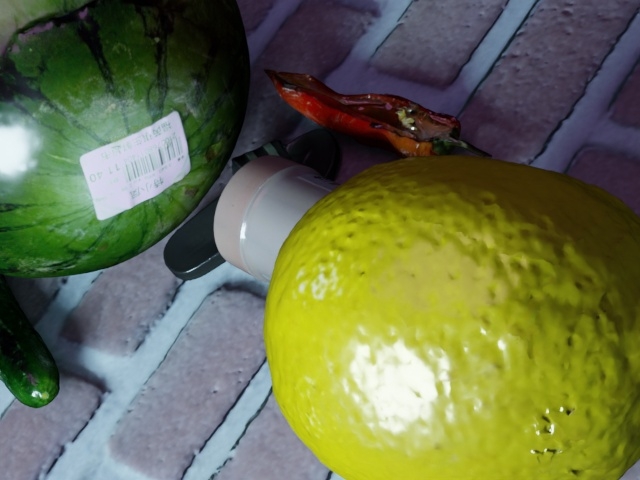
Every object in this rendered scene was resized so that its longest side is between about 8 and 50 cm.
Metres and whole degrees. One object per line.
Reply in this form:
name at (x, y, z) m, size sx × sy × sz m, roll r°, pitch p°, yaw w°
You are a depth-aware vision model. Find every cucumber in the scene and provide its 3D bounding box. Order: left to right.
cucumber at (-0.282, 0.063, 1.627) m, size 0.056 × 0.056 × 0.284 m, roll -38°, pitch 40°, yaw -2°

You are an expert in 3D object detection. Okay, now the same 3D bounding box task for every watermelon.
watermelon at (-0.230, -0.138, 1.567) m, size 0.363 × 0.363 × 0.363 m, roll -16°, pitch 47°, yaw 19°

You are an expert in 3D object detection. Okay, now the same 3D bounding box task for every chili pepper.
chili pepper at (0.046, -0.097, 1.564) m, size 0.059 × 0.050 × 0.268 m, roll -33°, pitch 37°, yaw -33°

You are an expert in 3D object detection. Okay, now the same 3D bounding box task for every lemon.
lemon at (0.106, 0.063, 1.257) m, size 0.319 × 0.245 × 0.245 m, roll 4°, pitch 56°, yaw 28°

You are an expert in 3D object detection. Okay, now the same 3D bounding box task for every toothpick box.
toothpick box at (0.000, 0.000, 1.476) m, size 0.149 × 0.098 × 0.098 m, roll 25°, pitch 69°, yaw 41°

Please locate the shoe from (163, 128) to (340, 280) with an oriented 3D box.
shoe at (-0.062, -0.038, 1.581) m, size 0.179 × 0.049 × 0.071 m, roll -37°, pitch 45°, yaw -2°
